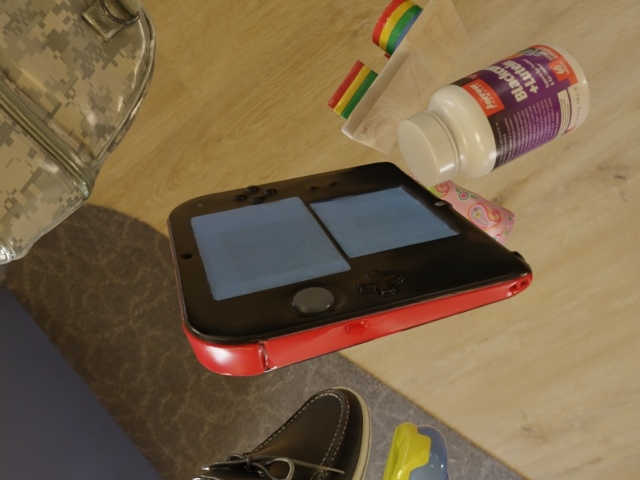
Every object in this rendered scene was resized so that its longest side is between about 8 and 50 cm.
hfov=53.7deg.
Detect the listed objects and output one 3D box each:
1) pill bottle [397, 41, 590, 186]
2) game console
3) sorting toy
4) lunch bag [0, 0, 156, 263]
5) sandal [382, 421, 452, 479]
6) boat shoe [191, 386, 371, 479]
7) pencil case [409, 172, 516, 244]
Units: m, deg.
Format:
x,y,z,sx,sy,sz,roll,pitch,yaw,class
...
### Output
x,y,z,sx,sy,sz,roll,pitch,yaw,class
0.187,-0.135,0.701,0.194,0.108,0.108,-27,104,-12,pill bottle
0.000,0.000,0.745,0.342,0.386,0.060,-16,117,-10,game console
0.131,-0.290,1.093,0.089,0.257,0.255,39,104,15,sorting toy
-0.311,-0.130,0.626,0.212,0.256,0.305,51,151,-21,lunch bag
0.138,0.317,0.714,0.138,0.126,0.317,6,136,19,sandal
-0.089,0.368,0.885,0.187,0.500,0.156,-7,117,44,boat shoe
0.320,-0.077,1.506,0.284,0.124,0.124,33,115,20,pencil case
